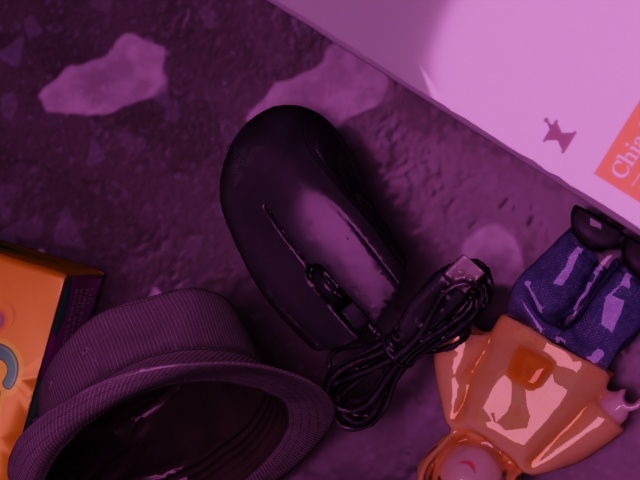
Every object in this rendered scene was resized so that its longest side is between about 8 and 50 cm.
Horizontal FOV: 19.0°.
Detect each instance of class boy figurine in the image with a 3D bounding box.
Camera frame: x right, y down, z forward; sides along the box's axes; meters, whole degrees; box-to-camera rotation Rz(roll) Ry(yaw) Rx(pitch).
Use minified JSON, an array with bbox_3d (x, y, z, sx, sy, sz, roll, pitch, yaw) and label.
[{"bbox_3d":[0.159,0.109,1.508,0.177,0.092,0.285,36,96,11],"label":"boy figurine"}]

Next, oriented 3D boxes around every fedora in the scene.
[{"bbox_3d":[-0.131,0.128,1.543,0.275,0.244,0.124,-45,46,34],"label":"fedora"}]

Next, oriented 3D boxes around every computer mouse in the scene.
[{"bbox_3d":[0.000,0.000,1.529,0.188,0.072,0.272,-47,63,25],"label":"computer mouse"}]

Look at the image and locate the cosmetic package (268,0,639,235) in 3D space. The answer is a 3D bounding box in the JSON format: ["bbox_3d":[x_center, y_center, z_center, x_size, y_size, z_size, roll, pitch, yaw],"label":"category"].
[{"bbox_3d":[0.199,-0.168,1.460,0.453,0.161,0.230,33,98,14],"label":"cosmetic package"}]

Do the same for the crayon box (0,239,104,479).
[{"bbox_3d":[-0.389,0.157,1.656,0.313,0.106,0.363,17,94,16],"label":"crayon box"}]
